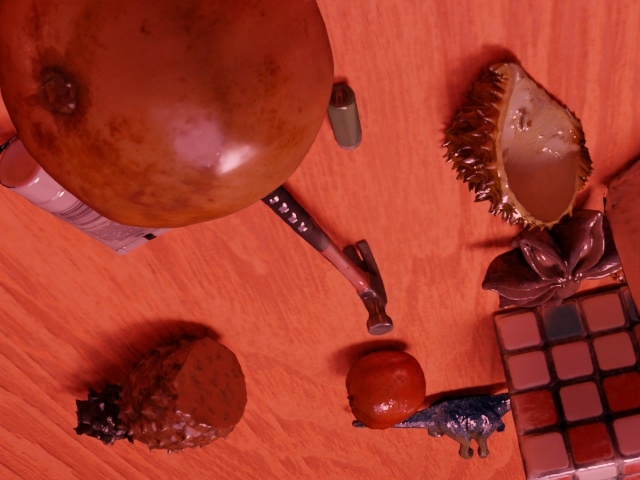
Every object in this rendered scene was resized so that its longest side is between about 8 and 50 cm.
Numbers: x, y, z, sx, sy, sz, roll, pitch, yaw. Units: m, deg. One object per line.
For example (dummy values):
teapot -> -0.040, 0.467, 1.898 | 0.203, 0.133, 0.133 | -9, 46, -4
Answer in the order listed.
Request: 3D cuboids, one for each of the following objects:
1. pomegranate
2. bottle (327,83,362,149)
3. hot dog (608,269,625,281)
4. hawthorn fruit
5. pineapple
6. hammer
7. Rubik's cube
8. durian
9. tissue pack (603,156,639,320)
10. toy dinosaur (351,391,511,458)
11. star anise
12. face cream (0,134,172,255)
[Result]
pomegranate -> -0.103, -0.146, 0.865 | 0.229, 0.252, 0.270 | -21, -167, 37
bottle -> 0.024, -0.121, 1.150 | 0.030, 0.030, 0.083 | -12, 152, 3
hot dog -> 0.439, 0.028, 1.543 | 0.122, 0.037, 0.049 | -23, 152, 24
hawthorn fruit -> 0.094, 0.215, 1.686 | 0.128, 0.128, 0.128 | -8, 151, -4
pineapple -> -0.238, 0.220, 1.577 | 0.278, 0.158, 0.157 | -17, 153, 35
hammer -> -0.001, 0.000, 1.302 | 0.033, 0.111, 0.287 | -25, 140, 19
Rubik's cube -> 0.403, 0.239, 1.674 | 0.253, 0.256, 0.259 | -12, 150, 7
durian -> 0.209, -0.088, 1.204 | 0.252, 0.144, 0.139 | 28, 111, -41
tissue pack -> 0.525, 0.004, 1.365 | 0.369, 0.210, 0.198 | 9, 151, -33
toy dinosaur -> 0.233, 0.291, 1.907 | 0.362, 0.076, 0.147 | -11, 131, -1
star anise -> 0.294, 0.024, 1.451 | 0.212, 0.073, 0.196 | -32, 148, 29
face cream -> -0.234, -0.040, 1.190 | 0.092, 0.058, 0.243 | -26, 153, 15
